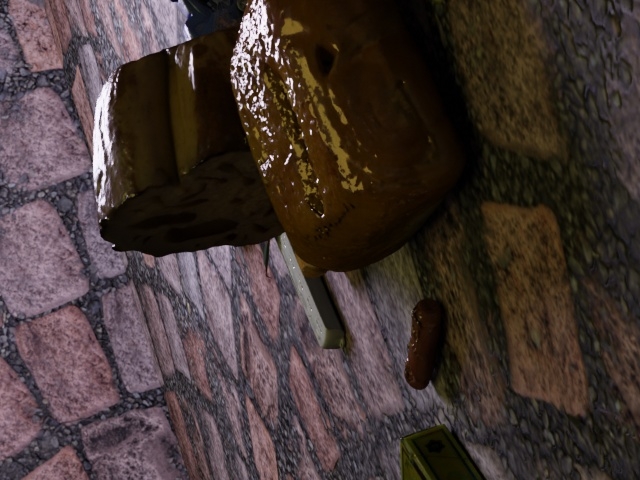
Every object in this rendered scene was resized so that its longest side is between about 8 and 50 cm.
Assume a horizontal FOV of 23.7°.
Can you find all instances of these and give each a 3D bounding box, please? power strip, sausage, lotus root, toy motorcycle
[{"bbox_3d":[-0.023,0.041,2.128,0.060,0.027,0.253,103,148,-60],"label":"power strip"},{"bbox_3d":[0.115,0.122,1.717,0.036,0.042,0.158,26,147,16],"label":"sausage"},{"bbox_3d":[-0.150,-0.135,1.872,0.316,0.316,0.250,128,127,-71],"label":"lotus root"},{"bbox_3d":[-0.141,-0.281,2.054,0.076,0.114,0.205,130,122,-73],"label":"toy motorcycle"}]

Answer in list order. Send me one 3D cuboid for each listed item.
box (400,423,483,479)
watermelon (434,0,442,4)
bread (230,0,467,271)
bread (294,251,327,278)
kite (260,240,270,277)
[{"bbox_3d":[0.160,0.330,1.710,0.220,0.064,0.141,-121,21,-48],"label":"box"},{"bbox_3d":[0.088,-0.269,1.351,0.163,0.069,0.087,125,128,-73],"label":"watermelon"},{"bbox_3d":[0.001,-0.143,1.590,0.328,0.148,0.337,66,163,8],"label":"bread"},{"bbox_3d":[0.000,0.000,1.957,0.132,0.053,0.074,131,121,-70],"label":"bread"},{"bbox_3d":[-0.083,-0.101,2.163,0.234,0.016,0.321,-178,78,-73],"label":"kite"}]
